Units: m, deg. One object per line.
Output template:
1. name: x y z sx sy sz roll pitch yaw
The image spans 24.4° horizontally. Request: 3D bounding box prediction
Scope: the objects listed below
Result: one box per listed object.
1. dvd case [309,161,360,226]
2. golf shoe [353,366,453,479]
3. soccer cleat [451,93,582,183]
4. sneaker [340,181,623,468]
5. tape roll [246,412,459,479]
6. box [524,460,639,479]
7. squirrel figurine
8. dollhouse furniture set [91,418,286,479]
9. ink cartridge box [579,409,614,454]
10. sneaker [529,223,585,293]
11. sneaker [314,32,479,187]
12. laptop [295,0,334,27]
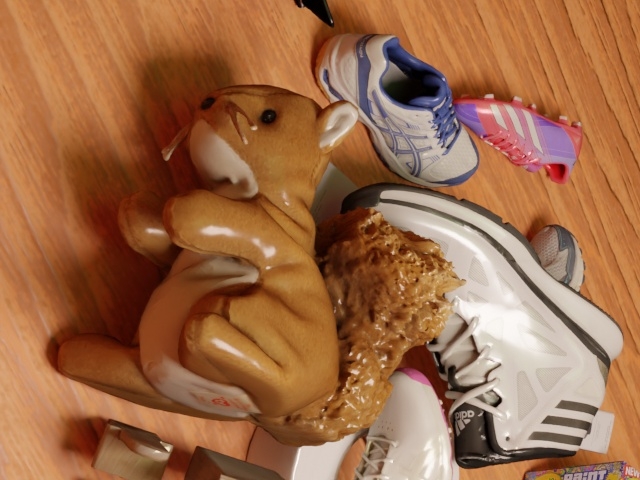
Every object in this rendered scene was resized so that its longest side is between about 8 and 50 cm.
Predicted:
1. dvd case: 0.000 0.000 1.875 0.239 0.030 0.179 40 66 -31
2. golf shoe: 0.079 0.306 1.763 0.140 0.115 0.306 2 88 -36
3. soccer cleat: 0.277 -0.145 2.074 0.248 0.083 0.095 11 87 -42
4. sneaker: 0.188 0.128 1.843 0.447 0.169 0.257 34 57 -21
5. tape roll: 0.043 0.302 1.867 0.286 0.100 0.286 0 90 -39
6. box: 0.419 0.504 2.092 0.290 0.177 0.279 36 54 -34
7. squirrel figurine: -0.043 0.023 1.687 0.397 0.281 0.370 26 64 -27
8. dollhouse furniture set: -0.152 0.417 1.625 0.303 0.174 0.355 22 87 -15
9. ink cartridge box: 0.323 0.254 2.089 0.150 0.109 0.063 17 83 -38
10. sneaker: 0.268 0.084 2.047 0.122 0.110 0.283 41 65 -28
11. sneaker: 0.125 -0.161 1.914 0.296 0.131 0.111 36 67 -35
12. laptop: 0.021 -0.487 1.758 0.408 0.236 0.382 -31 110 -35
